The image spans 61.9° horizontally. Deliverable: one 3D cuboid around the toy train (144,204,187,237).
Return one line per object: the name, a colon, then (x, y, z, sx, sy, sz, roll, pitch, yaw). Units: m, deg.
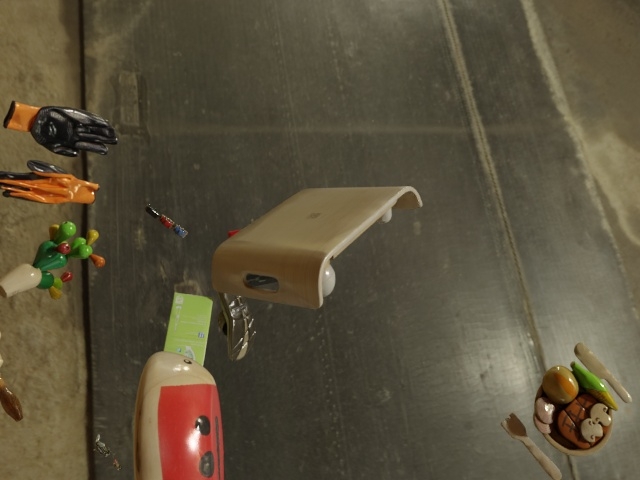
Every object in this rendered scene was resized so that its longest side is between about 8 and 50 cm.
toy train: (-0.470, -0.057, 1.636, 0.027, 0.036, 0.158, -47, 122, 5)

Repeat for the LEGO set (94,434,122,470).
LEGO set: (-0.421, 0.420, 1.046, 0.023, 0.054, 0.083, -34, 91, -27)

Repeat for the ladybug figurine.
ladybug figurine: (-0.313, 0.474, 1.219, 0.162, 0.305, 0.449, -7, 72, -2)

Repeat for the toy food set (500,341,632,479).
toy food set: (0.380, 0.254, 0.799, 0.192, 0.038, 0.132, -39, 80, -15)

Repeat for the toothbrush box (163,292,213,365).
toothbrush box: (-0.407, 0.328, 1.601, 0.122, 0.206, 0.283, 10, 60, -11)

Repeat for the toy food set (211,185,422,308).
toy food set: (0.000, 0.000, 0.868, 0.306, 0.220, 0.092, -39, 122, -42)

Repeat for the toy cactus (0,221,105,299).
toy cactus: (-0.514, 0.056, 1.010, 0.112, 0.219, 0.180, 51, 44, -2)

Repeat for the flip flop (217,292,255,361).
flip flop: (-0.275, 0.231, 1.635, 0.112, 0.080, 0.277, -23, 103, -52)

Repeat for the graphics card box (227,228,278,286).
graphics card box: (-0.175, 0.053, 1.755, 0.233, 0.371, 0.094, -12, 70, -10)

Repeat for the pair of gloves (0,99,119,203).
pair of gloves: (-0.188, -0.059, 0.377, 0.074, 0.083, 0.010, 5, 39, -43)

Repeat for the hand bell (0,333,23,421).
hand bell: (-0.859, 0.374, 1.421, 0.126, 0.126, 0.242, -33, 79, -22)
